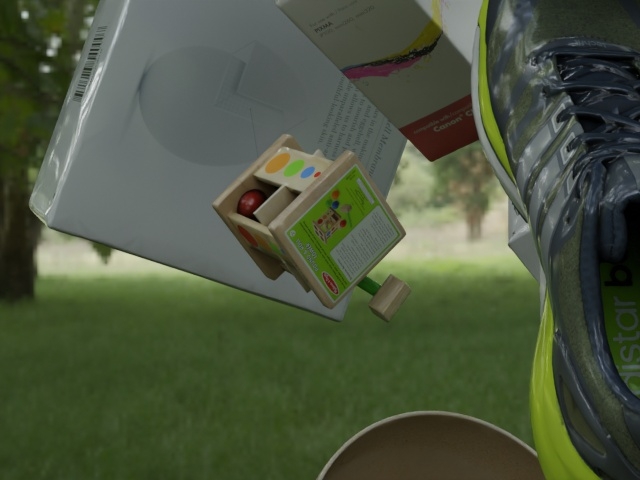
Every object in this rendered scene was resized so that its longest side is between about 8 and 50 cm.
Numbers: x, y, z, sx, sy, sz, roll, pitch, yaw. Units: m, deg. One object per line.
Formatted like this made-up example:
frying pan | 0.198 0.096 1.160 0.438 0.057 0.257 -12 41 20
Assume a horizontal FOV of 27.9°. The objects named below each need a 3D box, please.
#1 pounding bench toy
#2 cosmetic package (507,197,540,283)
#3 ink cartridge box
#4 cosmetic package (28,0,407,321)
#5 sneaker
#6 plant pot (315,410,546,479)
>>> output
pounding bench toy | 0.000 0.000 0.607 0.052 0.083 0.065 -45 32 -16
cosmetic package | 0.262 -0.061 1.031 0.239 0.060 0.099 -32 24 24
ink cartridge box | 0.035 -0.151 0.740 0.067 0.115 0.198 -25 -44 27
cosmetic package | -0.065 -0.087 0.940 0.224 0.224 0.138 20 1 -19
sneaker | 0.139 -0.025 0.573 0.111 0.300 0.121 -7 -22 -5
plant pot | 0.088 0.324 1.182 0.284 0.284 0.191 -1 -30 -23
